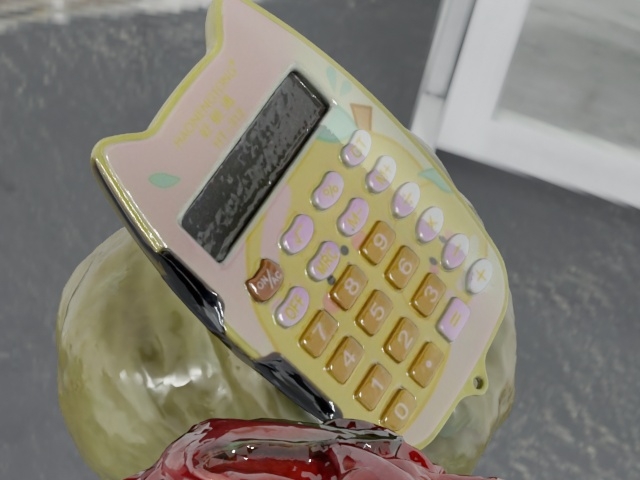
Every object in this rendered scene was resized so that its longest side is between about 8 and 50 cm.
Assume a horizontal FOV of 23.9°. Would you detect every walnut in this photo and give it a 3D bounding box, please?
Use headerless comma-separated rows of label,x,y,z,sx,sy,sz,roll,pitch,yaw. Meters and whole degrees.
walnut,-0.015,0.068,0.974,0.277,0.282,0.253,52,33,-24

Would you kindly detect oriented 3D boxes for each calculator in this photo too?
calculator,0.000,0.000,0.742,0.236,0.033,0.157,44,57,-16

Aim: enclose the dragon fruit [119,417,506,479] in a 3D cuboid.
dragon fruit,-0.027,0.179,0.495,0.293,0.234,0.234,-35,61,-15
